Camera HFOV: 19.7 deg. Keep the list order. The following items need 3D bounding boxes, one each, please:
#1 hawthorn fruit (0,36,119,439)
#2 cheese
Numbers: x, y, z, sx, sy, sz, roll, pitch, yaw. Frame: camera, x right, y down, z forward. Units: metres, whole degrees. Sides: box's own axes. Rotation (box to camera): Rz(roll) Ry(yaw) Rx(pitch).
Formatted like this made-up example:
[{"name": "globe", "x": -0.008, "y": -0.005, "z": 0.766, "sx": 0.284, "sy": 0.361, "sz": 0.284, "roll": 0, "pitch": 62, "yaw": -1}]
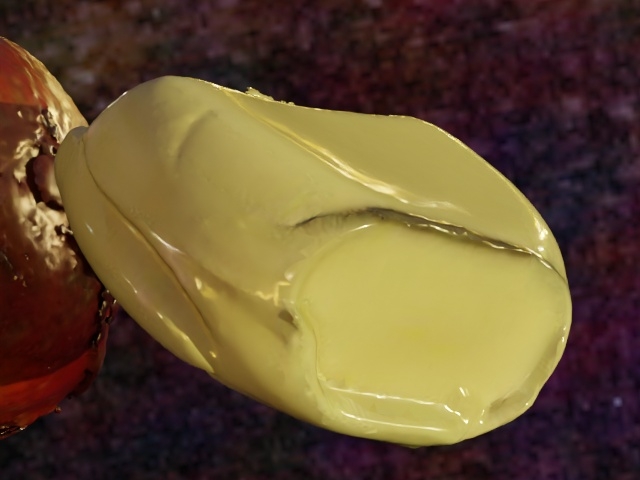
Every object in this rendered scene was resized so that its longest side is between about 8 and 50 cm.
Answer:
[{"name": "hawthorn fruit", "x": -0.270, "y": -0.016, "z": 1.185, "sx": 0.316, "sy": 0.316, "sz": 0.316, "roll": -10, "pitch": 17, "yaw": 3}, {"name": "cheese", "x": 0.000, "y": 0.000, "z": 0.965, "sx": 0.266, "sy": 0.127, "sz": 0.233, "roll": 12, "pitch": 22, "yaw": -42}]
